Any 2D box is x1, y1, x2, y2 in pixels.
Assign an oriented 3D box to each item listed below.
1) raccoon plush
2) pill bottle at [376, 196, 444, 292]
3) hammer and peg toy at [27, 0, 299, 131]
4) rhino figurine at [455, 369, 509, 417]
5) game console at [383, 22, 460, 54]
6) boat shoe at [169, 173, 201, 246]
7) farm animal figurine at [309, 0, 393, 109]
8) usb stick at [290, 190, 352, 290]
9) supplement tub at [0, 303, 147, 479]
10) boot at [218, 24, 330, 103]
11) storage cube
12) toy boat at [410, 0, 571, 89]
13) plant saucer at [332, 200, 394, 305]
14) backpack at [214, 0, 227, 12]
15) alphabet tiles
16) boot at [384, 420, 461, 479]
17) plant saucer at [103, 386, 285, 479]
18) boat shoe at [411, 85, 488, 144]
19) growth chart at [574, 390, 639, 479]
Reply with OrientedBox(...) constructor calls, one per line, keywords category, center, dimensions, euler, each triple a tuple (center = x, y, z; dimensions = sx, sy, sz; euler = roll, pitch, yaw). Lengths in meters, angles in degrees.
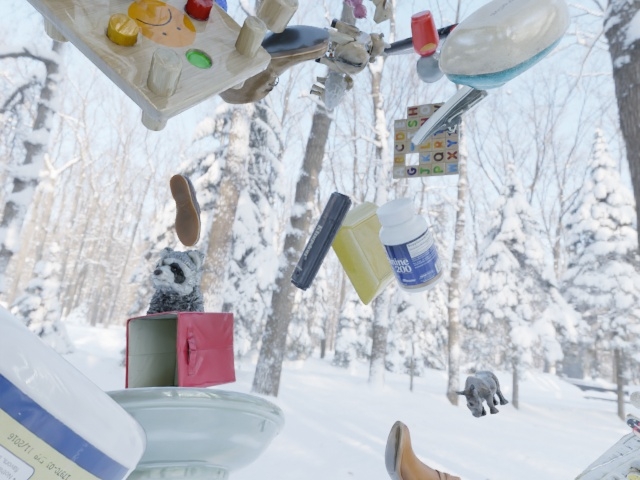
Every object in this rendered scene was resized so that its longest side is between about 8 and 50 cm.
OrientedBox(category="raccoon plush", center=(-0.478, 0.211, 1.477), dimensions=(0.216, 0.299, 0.446), euler=(8, -22, -2))
OrientedBox(category="pill bottle", center=(0.119, 0.006, 0.575), dimensions=(0.067, 0.067, 0.120), euler=(-5, -62, 43))
OrientedBox(category="hammer and peg toy", center=(-0.214, -0.346, 0.656), dimensions=(0.266, 0.361, 0.127), euler=(43, -41, -3))
OrientedBox(category="rhino figurine", center=(0.425, 0.410, 1.126), dimensions=(0.073, 0.106, 0.243), euler=(-33, -22, 30))
OrientedBox(category="game console", center=(0.406, -0.640, 1.317), dimensions=(0.341, 0.060, 0.386), euler=(-15, 19, -22))
OrientedBox(category="boat shoe", center=(-0.374, -0.085, 1.202), dimensions=(0.073, 0.207, 0.073), euler=(-8, -2, 6))
OrientedBox(category="farm animal figurine", center=(0.111, -0.563, 1.155), dimensions=(0.172, 0.327, 0.330), euler=(21, -29, 3))
OrientedBox(category="usb stick", center=(0.000, 0.000, 1.129), dimensions=(0.045, 0.278, 0.077), euler=(23, 5, -44))
OrientedBox(category="supplement tub", center=(-0.326, 0.221, 0.321), dimensions=(0.228, 0.316, 0.228), euler=(27, -35, 20))
OrientedBox(category="boot", center=(-0.110, -0.371, 0.900), dimensions=(0.305, 0.112, 0.115), euler=(-2, -44, 25))
OrientedBox(category="storage cube", center=(-0.348, 0.278, 1.064), dimensions=(0.214, 0.184, 0.193), euler=(-13, -15, 29))
OrientedBox(category="toy boat", center=(0.308, -0.379, 0.831), dimensions=(0.318, 0.267, 0.148), euler=(30, -28, 49))
OrientedBox(category="plant saucer", center=(0.201, 0.025, 1.602), dimensions=(0.081, 0.333, 0.332), euler=(-26, 3, 43))
OrientedBox(category="backpack", center=(-0.310, -0.664, 1.150), dimensions=(0.097, 0.101, 0.120), euler=(-18, -49, -2))
OrientedBox(category="alphabet tiles", center=(0.323, -0.309, 1.299), dimensions=(0.198, 0.237, 0.009), euler=(-1, -11, 22))
OrientedBox(category="boot", center=(0.209, 0.466, 0.839), dimensions=(0.152, 0.197, 0.073), euler=(7, -19, -11))
OrientedBox(category="plant saucer", center=(-0.252, 0.341, 0.666), dimensions=(0.400, 0.101, 0.401), euler=(-5, -36, -4))
OrientedBox(category="boat shoe", center=(0.334, -0.319, 1.092), dimensions=(0.070, 0.219, 0.078), euler=(46, 13, -2))
OrientedBox(category="growth chart", center=(0.337, 0.252, 0.391), dimensions=(0.172, 0.021, 0.237), euler=(29, -41, 32))
